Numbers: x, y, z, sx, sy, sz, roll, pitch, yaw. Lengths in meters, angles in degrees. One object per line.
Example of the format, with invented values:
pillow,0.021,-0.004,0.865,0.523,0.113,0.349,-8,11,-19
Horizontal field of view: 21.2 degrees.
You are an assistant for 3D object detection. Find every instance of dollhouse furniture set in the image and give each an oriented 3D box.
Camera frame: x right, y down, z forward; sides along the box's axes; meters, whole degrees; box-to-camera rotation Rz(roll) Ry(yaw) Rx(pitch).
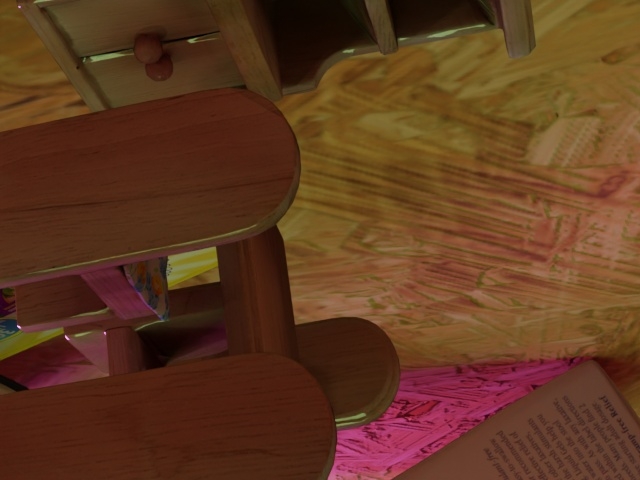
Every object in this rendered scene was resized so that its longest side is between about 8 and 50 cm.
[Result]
dollhouse furniture set,0.000,0.000,0.545,0.161,0.242,0.212,-10,158,6

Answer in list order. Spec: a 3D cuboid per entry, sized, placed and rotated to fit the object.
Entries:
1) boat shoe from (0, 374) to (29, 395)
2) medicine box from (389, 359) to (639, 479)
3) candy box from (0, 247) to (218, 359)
boat shoe,-0.240,0.113,0.884,0.340,0.127,0.113,-14,-177,31
medicine box,0.070,0.243,1.143,0.289,0.149,0.263,-29,167,-24
candy box,-0.133,0.013,0.819,0.206,0.027,0.105,-23,155,35
